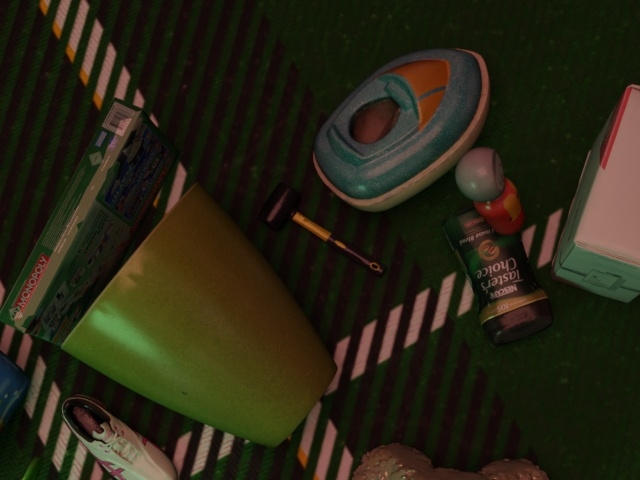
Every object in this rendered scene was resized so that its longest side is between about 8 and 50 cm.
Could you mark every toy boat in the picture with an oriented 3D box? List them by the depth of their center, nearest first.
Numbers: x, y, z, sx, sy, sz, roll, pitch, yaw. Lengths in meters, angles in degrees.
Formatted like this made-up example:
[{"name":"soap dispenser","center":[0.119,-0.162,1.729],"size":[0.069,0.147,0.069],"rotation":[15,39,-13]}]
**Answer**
[{"name":"toy boat","center":[0.143,-0.130,1.839],"size":[0.267,0.148,0.318],"rotation":[-44,52,-3]}]

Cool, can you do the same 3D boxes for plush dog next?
[{"name":"plush dog","center":[0.157,0.396,1.775],"size":[0.262,0.210,0.225],"rotation":[5,103,7]}]

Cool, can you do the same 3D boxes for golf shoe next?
[{"name":"golf shoe","center":[-0.272,0.274,1.887],"size":[0.186,0.086,0.067],"rotation":[35,84,10]}]

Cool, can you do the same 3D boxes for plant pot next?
[{"name":"plant pot","center":[-0.131,0.122,1.828],"size":[0.293,0.275,0.275],"rotation":[39,86,-3]}]

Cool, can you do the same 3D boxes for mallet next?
[{"name":"mallet","center":[0.000,0.000,1.934],"size":[0.190,0.039,0.062],"rotation":[40,85,8]}]

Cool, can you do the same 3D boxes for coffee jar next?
[{"name":"coffee jar","center":[0.235,0.042,1.873],"size":[0.096,0.079,0.184],"rotation":[-22,78,3]}]

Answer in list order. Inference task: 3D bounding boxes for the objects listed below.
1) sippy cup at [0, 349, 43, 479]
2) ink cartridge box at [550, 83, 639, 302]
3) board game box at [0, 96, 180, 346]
[{"name":"sippy cup","center":[-0.512,0.217,1.868],"size":[0.305,0.240,0.224],"rotation":[46,74,-25]},{"name":"ink cartridge box","center":[0.382,-0.050,1.770],"size":[0.117,0.283,0.207],"rotation":[19,82,6]},{"name":"board game box","center":[-0.299,-0.014,1.879],"size":[0.046,0.213,0.317],"rotation":[26,83,10]}]
